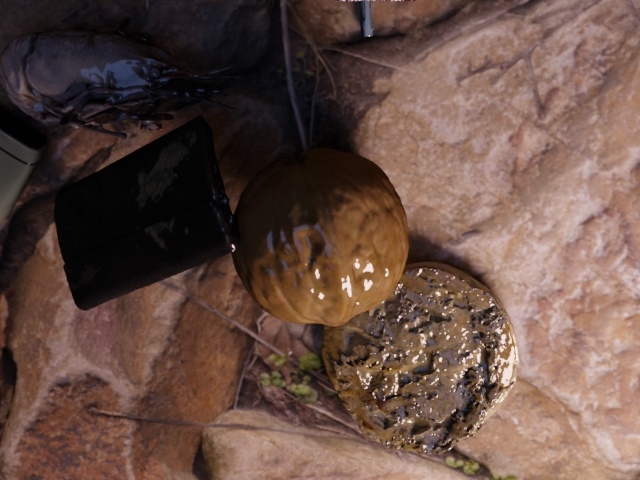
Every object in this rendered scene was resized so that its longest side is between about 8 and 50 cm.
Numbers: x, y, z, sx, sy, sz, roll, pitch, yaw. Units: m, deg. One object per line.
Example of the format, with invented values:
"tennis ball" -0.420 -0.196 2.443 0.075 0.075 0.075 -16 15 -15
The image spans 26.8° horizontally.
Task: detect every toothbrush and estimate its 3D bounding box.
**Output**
"toothbrush" 0.052 -0.347 1.588 0.019 0.016 0.220 -1 113 5

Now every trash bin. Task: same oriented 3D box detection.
"trash bin" -0.439 -0.108 1.794 0.116 0.059 0.130 34 119 -2

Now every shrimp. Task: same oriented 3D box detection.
"shrimp" -0.249 -0.189 1.679 0.343 0.116 0.145 6 116 19

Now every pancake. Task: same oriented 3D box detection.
"pancake" 0.131 0.156 1.779 0.282 0.049 0.283 5 114 11

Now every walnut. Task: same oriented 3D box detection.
"walnut" 0.000 0.000 1.651 0.227 0.228 0.228 5 115 12

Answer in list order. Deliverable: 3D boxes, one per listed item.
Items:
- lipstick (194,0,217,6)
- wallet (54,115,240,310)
"lipstick" -0.111 -0.307 1.644 0.094 0.019 0.019 -14 110 19
"wallet" -0.230 -0.028 1.694 0.321 0.044 0.171 -21 77 44
